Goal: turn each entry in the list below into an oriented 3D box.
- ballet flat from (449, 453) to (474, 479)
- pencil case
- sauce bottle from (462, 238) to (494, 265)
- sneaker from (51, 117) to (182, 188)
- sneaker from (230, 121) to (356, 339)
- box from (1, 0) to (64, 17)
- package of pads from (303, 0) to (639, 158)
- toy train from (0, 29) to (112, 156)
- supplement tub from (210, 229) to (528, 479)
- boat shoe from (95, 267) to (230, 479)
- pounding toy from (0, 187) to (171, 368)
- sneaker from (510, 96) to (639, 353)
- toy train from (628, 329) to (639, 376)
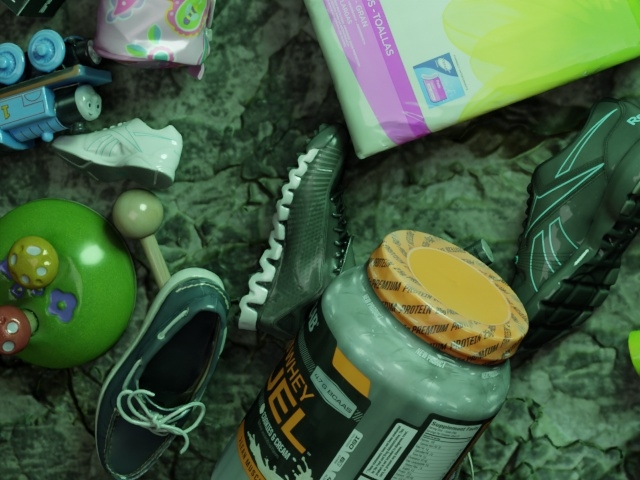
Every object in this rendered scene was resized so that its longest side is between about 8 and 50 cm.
[{"bbox_3d":[0.132,0.248,1.362,0.041,0.041,0.114,10,101,14],"label":"ballet flat"},{"bbox_3d":[-0.145,-0.302,1.323,0.124,0.124,0.284,13,102,14],"label":"pencil case"},{"bbox_3d":[0.107,0.037,1.335,0.128,0.042,0.042,-26,90,20],"label":"sauce bottle"},{"bbox_3d":[-0.205,-0.093,1.406,0.152,0.054,0.061,10,66,25],"label":"sneaker"},{"bbox_3d":[0.000,0.000,1.346,0.106,0.078,0.234,24,107,8],"label":"sneaker"},{"bbox_3d":[-0.310,-0.337,1.381,0.180,0.077,0.147,41,106,7],"label":"box"},{"bbox_3d":[0.136,-0.232,1.259,0.296,0.101,0.229,-19,94,17],"label":"package of pads"},{"bbox_3d":[-0.299,-0.147,1.400,0.184,0.080,0.105,-13,87,21],"label":"toy train"},{"bbox_3d":[0.046,0.158,1.270,0.193,0.193,0.316,35,114,9],"label":"supplement tub"},{"bbox_3d":[-0.159,0.150,1.392,0.095,0.079,0.254,23,111,-23],"label":"boat shoe"},{"bbox_3d":[-0.269,0.048,1.409,0.237,0.110,0.183,-11,95,17],"label":"pounding toy"},{"bbox_3d":[0.236,-0.011,1.280,0.106,0.101,0.267,48,115,33],"label":"sneaker"},{"bbox_3d":[0.346,0.087,1.252,0.143,0.105,0.248,-13,94,31],"label":"toy train"}]
